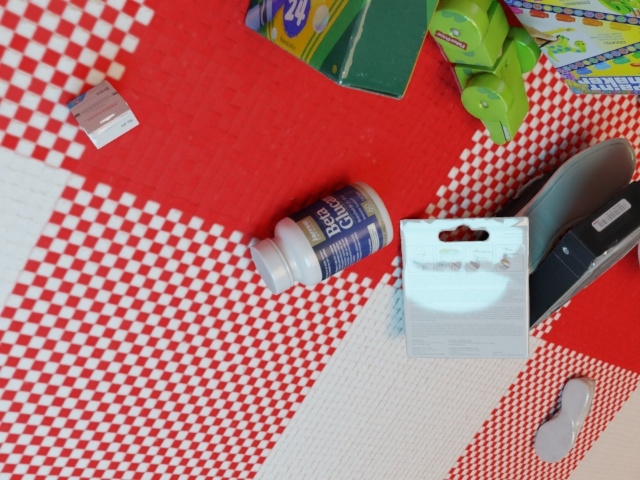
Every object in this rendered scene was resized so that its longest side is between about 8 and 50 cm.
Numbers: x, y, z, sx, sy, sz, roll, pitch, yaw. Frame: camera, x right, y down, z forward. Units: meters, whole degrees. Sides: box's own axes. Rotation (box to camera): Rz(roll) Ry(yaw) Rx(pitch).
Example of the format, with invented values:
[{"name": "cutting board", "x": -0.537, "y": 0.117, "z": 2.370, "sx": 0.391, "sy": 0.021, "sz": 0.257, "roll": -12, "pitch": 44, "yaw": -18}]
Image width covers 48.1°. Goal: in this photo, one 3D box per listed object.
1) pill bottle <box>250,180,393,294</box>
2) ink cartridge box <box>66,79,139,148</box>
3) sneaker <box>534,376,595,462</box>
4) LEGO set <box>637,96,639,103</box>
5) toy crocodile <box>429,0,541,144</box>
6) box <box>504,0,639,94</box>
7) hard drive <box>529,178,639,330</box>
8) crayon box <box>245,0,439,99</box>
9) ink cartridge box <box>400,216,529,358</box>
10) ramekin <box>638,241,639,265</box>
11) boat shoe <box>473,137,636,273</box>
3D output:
[{"name": "pill bottle", "x": 0.000, "y": 0.000, "z": 0.917, "sx": 0.169, "sy": 0.094, "sz": 0.094, "roll": -28, "pitch": 131, "yaw": -16}, {"name": "ink cartridge box", "x": -0.211, "y": -0.121, "z": 0.699, "sx": 0.048, "sy": 0.083, "sz": 0.028, "roll": -35, "pitch": 133, "yaw": -10}, {"name": "sneaker", "x": 0.552, "y": 0.397, "z": 1.579, "sx": 0.094, "sy": 0.080, "sz": 0.212, "roll": 1, "pitch": 118, "yaw": -48}, {"name": "LEGO set", "x": 0.667, "y": -0.279, "z": 1.178, "sx": 0.286, "sy": 0.107, "sz": 0.132, "roll": -17, "pitch": 127, "yaw": -25}, {"name": "toy crocodile", "x": 0.190, "y": -0.248, "z": 0.880, "sx": 0.115, "sy": 0.105, "sz": 0.340, "roll": -61, "pitch": 142, "yaw": -17}, {"name": "box", "x": 0.355, "y": -0.359, "z": 0.805, "sx": 0.279, "sy": 0.177, "sz": 0.290, "roll": 30, "pitch": 77, "yaw": -44}, {"name": "hard drive", "x": 0.434, "y": 0.016, "z": 1.134, "sx": 0.236, "sy": 0.064, "sz": 0.339, "roll": -34, "pitch": 162, "yaw": -17}, {"name": "crayon box", "x": 0.047, "y": -0.321, "z": 0.660, "sx": 0.083, "sy": 0.203, "sz": 0.323, "roll": 4, "pitch": 116, "yaw": -36}, {"name": "ink cartridge box", "x": 0.220, "y": 0.069, "z": 1.084, "sx": 0.188, "sy": 0.066, "sz": 0.233, "roll": -1, "pitch": 107, "yaw": 12}, {"name": "ramekin", "x": 0.722, "y": 0.039, "z": 1.368, "sx": 0.207, "sy": 0.207, "sz": 0.109, "roll": -46, "pitch": 143, "yaw": 0}, {"name": "boat shoe", "x": 0.362, "y": -0.058, "z": 1.133, "sx": 0.302, "sy": 0.091, "sz": 0.114, "roll": -36, "pitch": 107, "yaw": -7}]
